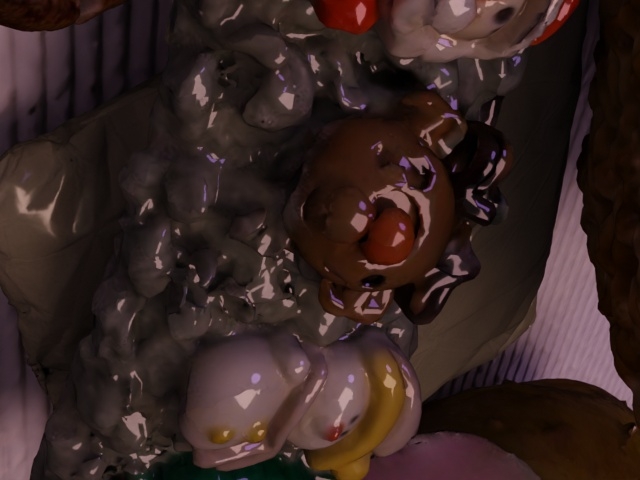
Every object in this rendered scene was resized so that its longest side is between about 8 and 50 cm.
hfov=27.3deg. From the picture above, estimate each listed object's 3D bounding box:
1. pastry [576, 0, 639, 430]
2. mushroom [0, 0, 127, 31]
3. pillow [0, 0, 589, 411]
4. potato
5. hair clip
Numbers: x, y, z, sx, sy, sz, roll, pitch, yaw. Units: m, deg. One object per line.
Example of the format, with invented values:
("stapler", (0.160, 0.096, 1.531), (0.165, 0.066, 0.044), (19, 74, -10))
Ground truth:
("pastry", (0.231, -0.059, 0.531), (0.409, 0.245, 0.409), (3, 90, -83))
("mushroom", (-0.070, -0.114, 0.349), (0.123, 0.052, 0.123), (-38, 154, -23))
("pillow", (0.005, 0.016, 0.564), (0.274, 0.076, 0.280), (-31, 145, -22))
("potato", (0.111, 0.177, 0.781), (0.229, 0.229, 0.266), (-57, 172, 16))
("hair clip", (0.001, 0.002, 0.421), (0.138, 0.091, 0.321), (-2, 124, -33))
